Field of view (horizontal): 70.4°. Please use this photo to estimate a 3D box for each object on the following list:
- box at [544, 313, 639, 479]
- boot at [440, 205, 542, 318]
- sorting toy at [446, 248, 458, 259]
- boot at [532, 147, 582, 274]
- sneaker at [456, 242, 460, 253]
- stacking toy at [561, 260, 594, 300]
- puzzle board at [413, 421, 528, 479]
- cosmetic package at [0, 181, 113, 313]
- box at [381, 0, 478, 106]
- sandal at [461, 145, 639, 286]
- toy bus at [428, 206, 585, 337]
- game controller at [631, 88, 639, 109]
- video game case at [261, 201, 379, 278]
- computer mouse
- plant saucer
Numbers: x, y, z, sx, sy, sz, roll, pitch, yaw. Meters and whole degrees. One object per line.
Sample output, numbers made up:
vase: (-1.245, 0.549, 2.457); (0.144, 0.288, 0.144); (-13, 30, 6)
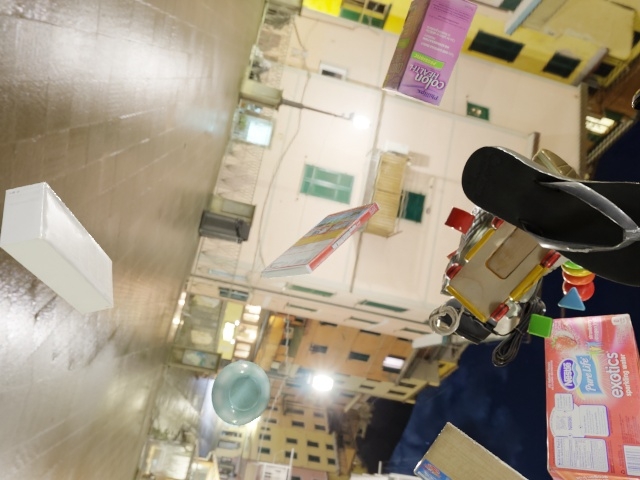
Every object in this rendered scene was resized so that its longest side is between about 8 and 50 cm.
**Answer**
box: (0.502, 0.299, 0.822); (0.154, 0.142, 0.300); (-12, -140, 33)
boot: (0.330, 0.038, 0.829); (0.247, 0.161, 0.084); (98, 12, -46)
sorting toy: (0.551, 0.021, 1.383); (0.365, 0.127, 0.126); (-41, -106, 50)
boot: (0.427, -0.050, 0.864); (0.077, 0.213, 0.165); (-27, 171, -45)
sneaker: (0.444, 0.017, 1.213); (0.162, 0.106, 0.282); (-71, 173, -66)
stacking toy: (0.806, 0.054, 1.409); (0.141, 0.141, 0.331); (-89, 161, -58)
puzzle board: (0.204, 0.320, 0.611); (0.011, 0.128, 0.097); (-13, 133, -63)
cosmetic package: (-0.404, 0.024, 0.716); (0.239, 0.060, 0.099); (89, -16, -59)
box: (0.272, -0.494, 1.185); (0.214, 0.117, 0.243); (-101, -153, -68)
sandal: (0.247, -0.026, 0.462); (0.254, 0.054, 0.097); (31, -59, 43)
toy bus: (0.271, 0.044, 0.672); (0.104, 0.202, 0.191); (18, 70, -58)
game controller: (0.912, -0.372, 1.062); (0.166, 0.318, 0.067); (92, -9, -63)
video game case: (0.000, 0.000, 1.155); (0.285, 0.025, 0.204); (-42, -162, -34)
computer mouse: (0.373, 0.154, 1.038); (0.184, 0.060, 0.262); (-49, -156, -4)
plant saucer: (-0.241, 0.476, 1.415); (0.037, 0.194, 0.195); (-25, -130, 60)
